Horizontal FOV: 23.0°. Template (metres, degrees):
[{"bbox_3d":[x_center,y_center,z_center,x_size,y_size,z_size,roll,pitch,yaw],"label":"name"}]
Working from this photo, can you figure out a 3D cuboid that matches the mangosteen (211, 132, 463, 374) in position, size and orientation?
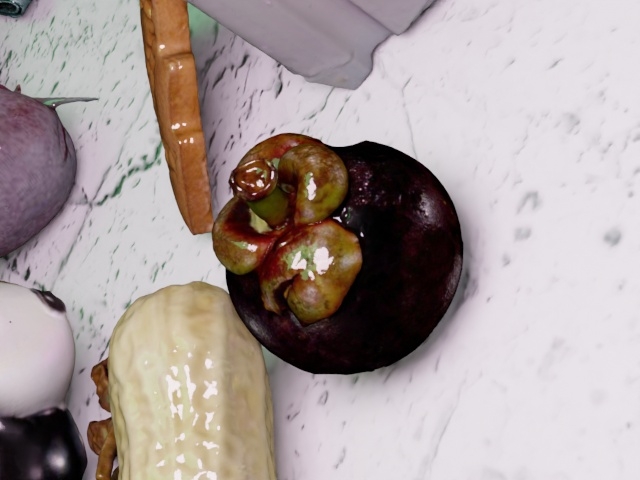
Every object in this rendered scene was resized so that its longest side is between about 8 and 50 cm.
[{"bbox_3d":[0.000,0.000,1.329,0.211,0.250,0.211,-20,54,31],"label":"mangosteen"}]

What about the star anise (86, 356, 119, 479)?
[{"bbox_3d":[-0.161,0.171,1.515,0.196,0.111,0.212,-56,37,-1],"label":"star anise"}]

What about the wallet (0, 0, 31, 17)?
[{"bbox_3d":[-0.408,-0.409,2.048,0.290,0.054,0.251,11,76,51],"label":"wallet"}]

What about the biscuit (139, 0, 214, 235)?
[{"bbox_3d":[-0.151,-0.155,1.592,0.284,0.043,0.306,123,138,-77],"label":"biscuit"}]

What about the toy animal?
[{"bbox_3d":[-0.335,0.173,1.534,0.212,0.212,0.267,-16,83,38],"label":"toy animal"}]

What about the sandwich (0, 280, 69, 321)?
[{"bbox_3d":[-0.427,0.161,1.770,0.301,0.099,0.271,14,81,47],"label":"sandwich"}]

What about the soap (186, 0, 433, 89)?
[{"bbox_3d":[-0.028,-0.373,1.393,0.350,0.435,0.213,-35,49,29],"label":"soap"}]

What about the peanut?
[{"bbox_3d":[-0.107,0.190,1.368,0.152,0.152,0.313,-27,59,32],"label":"peanut"}]

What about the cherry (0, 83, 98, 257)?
[{"bbox_3d":[-0.377,-0.083,1.768,0.266,0.183,0.213,-51,28,-9],"label":"cherry"}]
